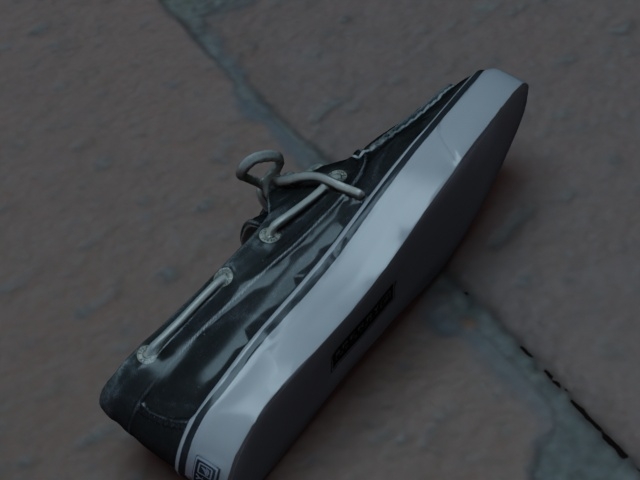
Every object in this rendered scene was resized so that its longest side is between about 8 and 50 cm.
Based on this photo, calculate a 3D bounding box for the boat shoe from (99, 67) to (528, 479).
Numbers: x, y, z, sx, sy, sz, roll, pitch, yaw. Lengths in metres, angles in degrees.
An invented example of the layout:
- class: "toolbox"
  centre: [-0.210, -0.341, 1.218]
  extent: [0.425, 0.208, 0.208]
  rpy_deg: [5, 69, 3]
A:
- class: "boat shoe"
  centre: [0.000, 0.002, 1.048]
  extent: [0.105, 0.113, 0.306]
  rpy_deg: [32, 67, 17]
